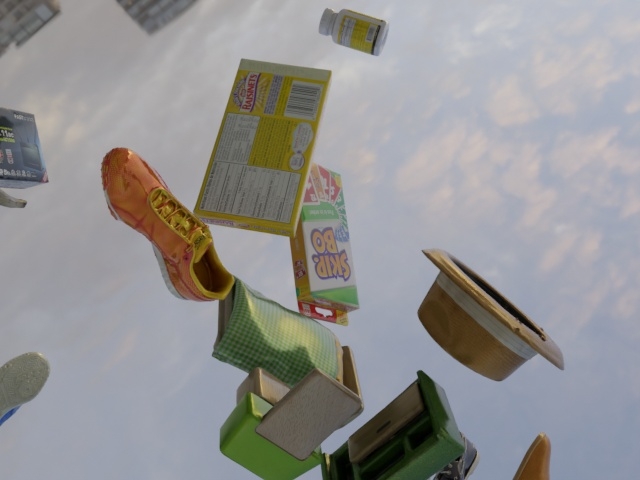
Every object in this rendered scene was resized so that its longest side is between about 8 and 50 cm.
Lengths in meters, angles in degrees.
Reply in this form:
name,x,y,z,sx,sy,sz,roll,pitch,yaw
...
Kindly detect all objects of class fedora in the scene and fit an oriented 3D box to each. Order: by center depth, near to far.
name,x,y,z,sx,sy,sz,roll,pitch,yaw
fedora,0.169,0.091,0.885,0.079,0.194,0.194,-51,-146,9

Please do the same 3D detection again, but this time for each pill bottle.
name,x,y,z,sx,sy,sz,roll,pitch,yaw
pill bottle,0.059,-0.373,1.461,0.116,0.065,0.065,20,-121,8

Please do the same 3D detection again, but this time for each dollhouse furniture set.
name,x,y,z,sx,sy,sz,roll,pitch,yaw
dollhouse furniture set,0.005,0.123,0.898,0.151,0.197,0.301,-44,-156,17

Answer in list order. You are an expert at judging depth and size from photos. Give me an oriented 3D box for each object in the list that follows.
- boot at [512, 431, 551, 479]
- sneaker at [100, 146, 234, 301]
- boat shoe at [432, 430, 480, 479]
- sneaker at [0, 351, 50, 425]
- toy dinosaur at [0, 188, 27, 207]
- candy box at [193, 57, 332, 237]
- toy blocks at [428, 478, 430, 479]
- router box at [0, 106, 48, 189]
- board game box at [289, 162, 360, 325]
name,x,y,z,sx,sy,sz,roll,pitch,yaw
boot,0.388,0.473,1.309,0.211,0.104,0.295,19,-115,21
sneaker,-0.132,-0.016,0.742,0.067,0.175,0.064,-5,-138,35
boat shoe,0.216,0.403,1.417,0.075,0.065,0.206,-23,-170,34
sneaker,-0.392,0.194,0.981,0.085,0.058,0.152,-14,-145,53
toy dinosaur,-0.484,-0.076,1.022,0.064,0.268,0.118,-5,-125,35
candy box,-0.057,-0.103,0.872,0.105,0.027,0.205,8,-118,9
toy blocks,0.155,0.448,1.512,0.054,0.123,0.148,4,-116,37
router box,-0.385,-0.112,1.001,0.038,0.092,0.122,-13,180,11
board game box,0.000,0.000,1.282,0.039,0.124,0.259,-20,-114,35
